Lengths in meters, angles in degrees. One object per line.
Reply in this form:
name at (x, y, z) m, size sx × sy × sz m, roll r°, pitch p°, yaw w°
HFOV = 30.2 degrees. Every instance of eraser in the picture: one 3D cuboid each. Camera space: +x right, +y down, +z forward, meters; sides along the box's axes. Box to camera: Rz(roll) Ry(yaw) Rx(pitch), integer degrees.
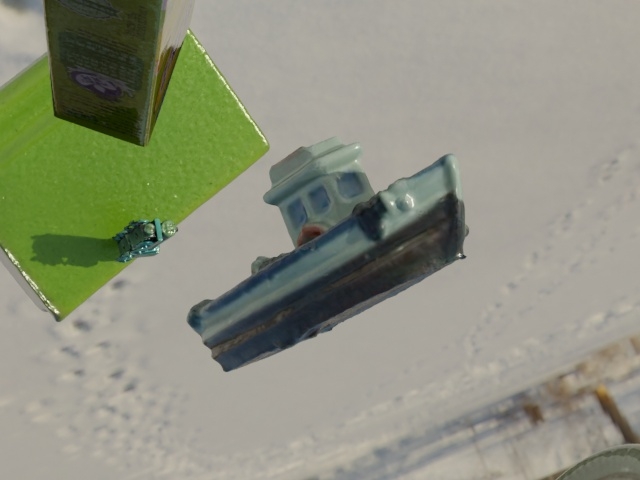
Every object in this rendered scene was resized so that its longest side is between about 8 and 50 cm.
eraser at (-0.214, -0.086, 1.133) m, size 0.274 × 0.210 × 0.092 m, roll -38°, pitch -161°, yaw -10°

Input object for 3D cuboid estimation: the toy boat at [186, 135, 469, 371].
toy boat at (0.000, 0.000, 0.450) m, size 0.140 × 0.066 × 0.059 m, roll -30°, pitch 171°, yaw 40°

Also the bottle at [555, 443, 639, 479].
bottle at (0.196, 0.197, 0.516) m, size 0.104 × 0.245 × 0.104 m, roll -44°, pitch -163°, yaw 18°

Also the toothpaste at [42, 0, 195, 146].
toothpaste at (-0.124, -0.165, 0.763) m, size 0.077 × 0.110 × 0.327 m, roll 17°, pitch 165°, yaw -6°

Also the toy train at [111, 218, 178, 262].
toy train at (-0.157, 0.000, 1.059) m, size 0.045 × 0.029 × 0.092 m, roll -7°, pitch 171°, yaw -27°
